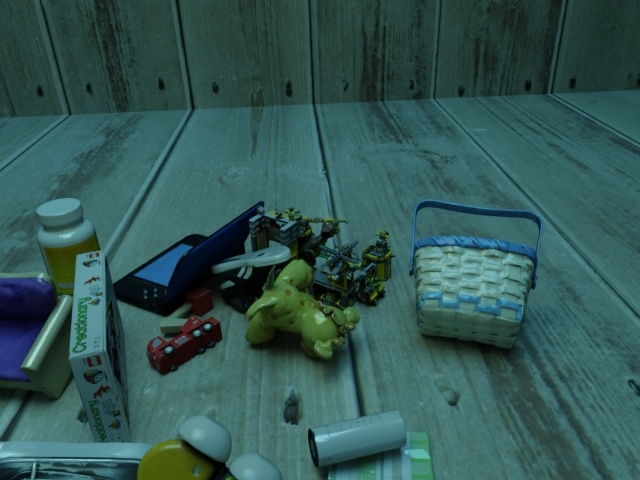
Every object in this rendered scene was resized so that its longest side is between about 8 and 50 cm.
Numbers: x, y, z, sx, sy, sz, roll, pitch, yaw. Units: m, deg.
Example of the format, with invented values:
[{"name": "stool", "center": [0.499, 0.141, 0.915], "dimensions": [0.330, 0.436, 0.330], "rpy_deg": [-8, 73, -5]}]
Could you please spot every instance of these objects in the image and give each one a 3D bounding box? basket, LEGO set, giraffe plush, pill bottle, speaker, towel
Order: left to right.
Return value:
[{"name": "pill bottle", "center": [-0.547, 0.019, 1.180], "dimensions": [0.118, 0.208, 0.117], "rpy_deg": [-2, 29, 1]}, {"name": "giraffe plush", "center": [-0.024, 0.142, 0.990], "dimensions": [0.170, 0.210, 0.181], "rpy_deg": [32, 71, 10]}, {"name": "LEGO set", "center": [0.000, 0.000, 1.196], "dimensions": [0.331, 0.192, 0.255], "rpy_deg": [22, 37, 36]}, {"name": "speaker", "center": [0.054, 0.284, 0.777], "dimensions": [0.136, 0.055, 0.055], "rpy_deg": [-8, 29, -16]}, {"name": "towel", "center": [0.087, 0.318, 0.790], "dimensions": [0.152, 0.023, 0.113], "rpy_deg": [1, 30, 5]}, {"name": "basket", "center": [0.291, 0.049, 1.049], "dimensions": [0.255, 0.201, 0.288], "rpy_deg": [8, 62, 16]}]

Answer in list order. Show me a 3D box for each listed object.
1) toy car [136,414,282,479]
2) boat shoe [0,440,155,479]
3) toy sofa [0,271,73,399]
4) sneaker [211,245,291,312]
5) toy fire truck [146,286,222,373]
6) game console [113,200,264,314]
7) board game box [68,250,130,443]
[{"name": "toy car", "center": [-0.142, 0.325, 0.684], "dimensions": [0.182, 0.136, 0.159], "rpy_deg": [33, 74, 10]}, {"name": "boat shoe", "center": [-0.358, 0.337, 0.699], "dimensions": [0.306, 0.113, 0.105], "rpy_deg": [7, 32, -17]}, {"name": "toy sofa", "center": [-0.616, 0.157, 0.937], "dimensions": [0.363, 0.177, 0.150], "rpy_deg": [3, 48, 9]}, {"name": "sneaker", "center": [-0.124, 0.085, 1.105], "dimensions": [0.217, 0.121, 0.079], "rpy_deg": [-11, 14, 42]}, {"name": "toy fire truck", "center": [-0.267, 0.171, 1.054], "dimensions": [0.135, 0.047, 0.192], "rpy_deg": [23, 38, 38]}, {"name": "game console", "center": [-0.296, 0.015, 1.210], "dimensions": [0.250, 0.173, 0.293], "rpy_deg": [14, 32, 25]}, {"name": "board game box", "center": [-0.370, 0.172, 0.909], "dimensions": [0.053, 0.192, 0.305], "rpy_deg": [-11, 30, -17]}]
